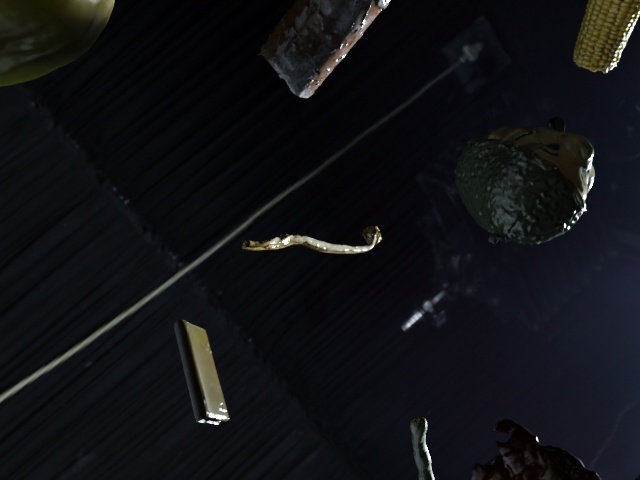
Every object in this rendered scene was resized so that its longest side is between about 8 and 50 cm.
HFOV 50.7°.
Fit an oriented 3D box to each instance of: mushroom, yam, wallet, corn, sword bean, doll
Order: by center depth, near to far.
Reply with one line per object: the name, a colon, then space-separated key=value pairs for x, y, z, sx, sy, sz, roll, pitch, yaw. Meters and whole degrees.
yam: x=0.005 y=-0.219 z=0.672 sx=0.079 sy=0.141 sz=0.079 roll=35 pitch=25 yaw=-19
mushroom: x=0.005 y=0.003 z=0.744 sx=0.028 sy=0.025 sz=0.286 roll=37 pitch=21 yaw=22
corn: x=0.520 y=-0.421 z=1.183 sx=0.093 sy=0.093 sz=0.244 roll=44 pitch=-45 yaw=36
doll: x=0.374 y=-0.109 z=1.233 sx=0.247 sy=0.247 sz=0.349 roll=51 pitch=17 yaw=-6
wallet: x=-0.231 y=0.255 z=1.301 sx=0.198 sy=0.031 sz=0.110 roll=69 pitch=9 yaw=25
sword bean: x=0.226 y=0.477 z=1.479 sx=0.043 sy=0.038 sz=0.269 roll=7 pitch=-49 yaw=26

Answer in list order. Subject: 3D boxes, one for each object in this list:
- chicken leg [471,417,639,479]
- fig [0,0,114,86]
chicken leg: x=0.221 y=0.201 z=0.508 sx=0.083 sy=0.323 sz=0.177 roll=55 pitch=16 yaw=-51
fig: x=-0.393 y=-0.312 z=0.701 sx=0.343 sy=0.343 sz=0.343 roll=49 pitch=-7 yaw=8
